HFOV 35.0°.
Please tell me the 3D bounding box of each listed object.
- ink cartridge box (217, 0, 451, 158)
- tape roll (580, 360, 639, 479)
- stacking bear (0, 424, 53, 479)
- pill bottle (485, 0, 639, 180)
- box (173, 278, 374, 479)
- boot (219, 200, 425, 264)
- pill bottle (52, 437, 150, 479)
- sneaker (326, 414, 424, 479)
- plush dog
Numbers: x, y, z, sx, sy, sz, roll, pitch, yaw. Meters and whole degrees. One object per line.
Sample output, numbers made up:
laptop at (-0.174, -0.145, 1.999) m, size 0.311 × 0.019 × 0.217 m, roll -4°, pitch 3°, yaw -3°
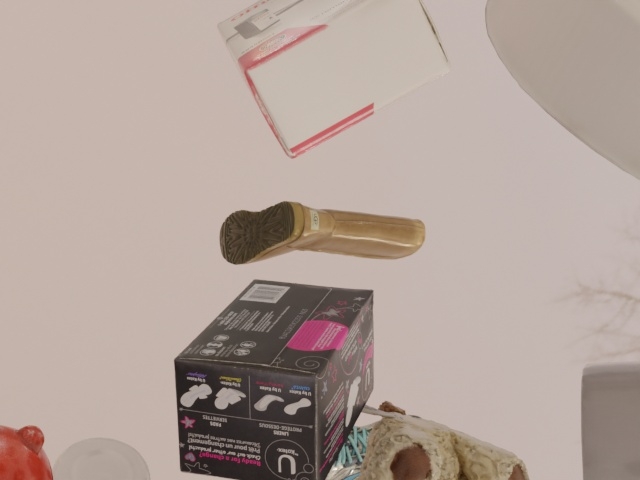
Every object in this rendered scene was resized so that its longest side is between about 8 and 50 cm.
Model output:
ink cartridge box at (0.003, -0.176, 0.916) m, size 0.159 × 0.218 × 0.092 m, roll -29°, pitch -67°, yaw 0°
tape roll at (0.254, 0.206, 0.811) m, size 0.219 × 0.072 × 0.219 m, roll -5°, pitch -90°, yaw -72°
stacking bear at (-0.326, 0.316, 0.952) m, size 0.164 × 0.176 × 0.288 m, roll 42°, pitch -134°, yaw -53°
pill bottle at (0.203, -0.184, 0.289) m, size 0.204 × 0.361 × 0.204 m, roll 16°, pitch -143°, yaw -13°
box at (-0.044, 0.154, 1.146) m, size 0.247 × 0.164 × 0.142 m, roll -47°, pitch -41°, yaw -66°
boot at (0.000, 0.000, 1.693) m, size 0.270 × 0.236 × 0.089 m, roll 6°, pitch -100°, yaw -39°
pill bottle at (-0.289, 0.360, 1.287) m, size 0.121 × 0.216 × 0.121 m, roll 11°, pitch -141°, yaw -9°
sneaker at (0.046, 0.354, 1.650) m, size 0.122 × 0.283 × 0.110 m, roll 57°, pitch -168°, yaw -54°
plush dog at (0.107, 0.346, 1.321) m, size 0.263 × 0.211 × 0.225 m, roll 16°, pitch -87°, yaw -37°
